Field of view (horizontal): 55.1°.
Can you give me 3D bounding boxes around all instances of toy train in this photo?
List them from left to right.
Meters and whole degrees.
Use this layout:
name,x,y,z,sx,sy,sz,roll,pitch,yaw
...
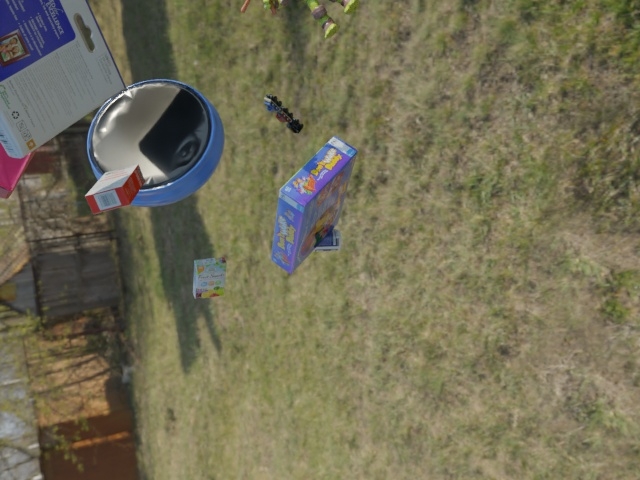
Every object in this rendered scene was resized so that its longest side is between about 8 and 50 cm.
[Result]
name,x,y,z,sx,sy,sz,roll,pitch,yaw
toy train,-0.091,-0.304,1.486,0.027,0.158,0.036,30,86,35

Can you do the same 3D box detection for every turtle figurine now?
name,x,y,z,sx,sy,sz,roll,pitch,yaw
turtle figurine,-0.034,-0.569,1.410,0.217,0.269,0.087,45,-176,0

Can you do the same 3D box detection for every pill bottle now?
name,x,y,z,sx,sy,sz,roll,pitch,yaw
pill bottle,0.000,0.000,1.865,0.067,0.120,0.067,178,90,-80

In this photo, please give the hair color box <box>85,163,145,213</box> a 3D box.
name,x,y,z,sx,sy,sz,roll,pitch,yaw
hair color box,-0.491,-0.126,1.480,0.167,0.093,0.053,-95,-10,-64

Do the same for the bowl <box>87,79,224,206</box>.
name,x,y,z,sx,sy,sz,roll,pitch,yaw
bowl,-0.471,-0.286,1.736,0.077,0.391,0.391,74,176,-68

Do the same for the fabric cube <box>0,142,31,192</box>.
name,x,y,z,sx,sy,sz,roll,pitch,yaw
fabric cube,-1.044,-0.303,1.932,0.258,0.254,0.259,-2,63,61

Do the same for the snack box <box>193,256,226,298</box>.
name,x,y,z,sx,sy,sz,roll,pitch,yaw
snack box,-0.365,0.124,2.017,0.037,0.100,0.141,-125,36,-47

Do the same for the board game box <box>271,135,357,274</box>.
name,x,y,z,sx,sy,sz,roll,pitch,yaw
board game box,-0.023,-0.087,1.665,0.078,0.233,0.347,35,150,13

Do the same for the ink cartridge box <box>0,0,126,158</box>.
name,x,y,z,sx,sy,sz,roll,pitch,yaw
ink cartridge box,-0.580,-0.378,1.257,0.072,0.307,0.303,8,132,29
